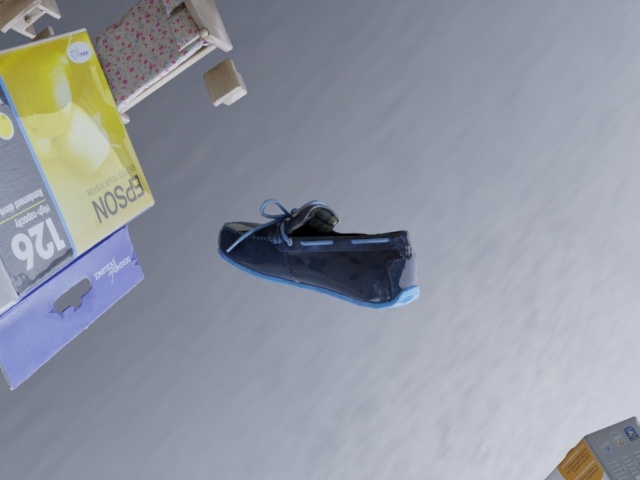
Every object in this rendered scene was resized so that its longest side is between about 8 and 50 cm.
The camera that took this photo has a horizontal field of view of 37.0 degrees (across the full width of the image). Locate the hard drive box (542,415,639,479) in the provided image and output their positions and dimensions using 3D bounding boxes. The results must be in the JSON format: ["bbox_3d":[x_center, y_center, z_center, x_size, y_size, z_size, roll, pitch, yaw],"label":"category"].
[{"bbox_3d":[0.384,0.365,1.175,0.089,0.232,0.181,-14,146,-26],"label":"hard drive box"}]

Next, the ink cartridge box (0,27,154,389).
[{"bbox_3d":[-0.284,-0.051,1.005,0.072,0.307,0.303,-17,-166,21],"label":"ink cartridge box"}]

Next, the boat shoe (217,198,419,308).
[{"bbox_3d":[0.000,0.000,1.013,0.109,0.258,0.088,-19,115,-53],"label":"boat shoe"}]

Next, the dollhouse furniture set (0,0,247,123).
[{"bbox_3d":[-0.312,-0.281,1.274,0.303,0.355,0.174,-32,156,19],"label":"dollhouse furniture set"}]
